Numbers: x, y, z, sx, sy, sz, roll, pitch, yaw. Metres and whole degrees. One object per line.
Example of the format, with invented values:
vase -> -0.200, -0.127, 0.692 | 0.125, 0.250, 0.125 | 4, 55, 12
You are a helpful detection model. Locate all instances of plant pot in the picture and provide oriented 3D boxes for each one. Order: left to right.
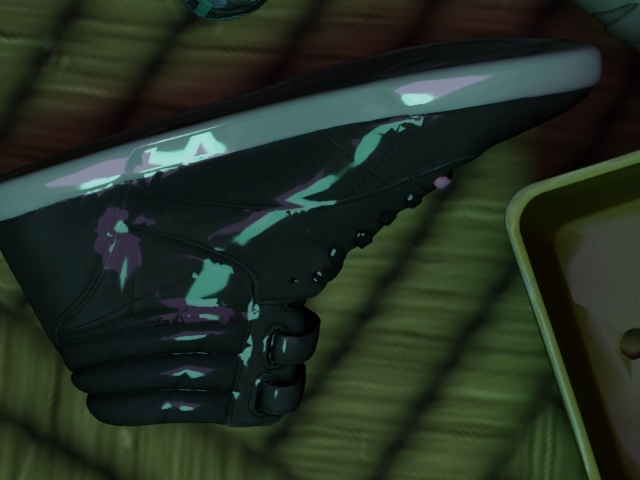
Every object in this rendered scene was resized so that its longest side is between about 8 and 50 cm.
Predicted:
plant pot -> 0.202, 0.043, 0.845 | 0.212, 0.187, 0.212 | -18, 94, 0

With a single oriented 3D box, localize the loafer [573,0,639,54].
loafer -> 0.166, -0.130, 0.863 | 0.319, 0.112, 0.111 | 10, 90, -5

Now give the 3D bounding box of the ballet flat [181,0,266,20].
ballet flat -> -0.010, -0.187, 0.871 | 0.070, 0.070, 0.188 | 24, 95, -5

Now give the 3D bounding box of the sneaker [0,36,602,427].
sneaker -> 0.000, 0.000, 0.881 | 0.295, 0.104, 0.147 | -16, 100, 5
